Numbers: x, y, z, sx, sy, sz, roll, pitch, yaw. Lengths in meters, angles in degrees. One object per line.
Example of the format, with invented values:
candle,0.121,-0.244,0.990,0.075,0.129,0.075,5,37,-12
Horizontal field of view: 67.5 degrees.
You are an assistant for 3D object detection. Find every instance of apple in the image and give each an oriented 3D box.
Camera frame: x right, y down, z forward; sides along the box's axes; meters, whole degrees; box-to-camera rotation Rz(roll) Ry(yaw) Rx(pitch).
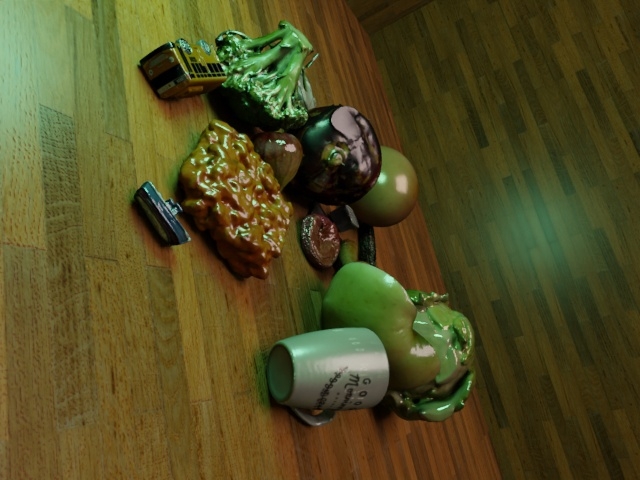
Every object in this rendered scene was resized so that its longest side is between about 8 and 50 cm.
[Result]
apple,0.157,0.241,1.344,0.312,0.360,0.320,15,84,-27

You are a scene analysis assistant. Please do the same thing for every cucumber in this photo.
cucumber,0.191,0.004,1.944,0.067,0.067,0.293,53,28,-35

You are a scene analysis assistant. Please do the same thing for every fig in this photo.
fig,-0.135,-0.195,1.334,0.143,0.230,0.160,33,32,27

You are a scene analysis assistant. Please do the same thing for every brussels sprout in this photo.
brussels sprout,0.348,0.384,1.619,0.361,0.342,0.425,40,53,-66

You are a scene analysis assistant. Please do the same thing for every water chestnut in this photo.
water chestnut,0.022,-0.270,1.535,0.335,0.335,0.347,62,-20,-18

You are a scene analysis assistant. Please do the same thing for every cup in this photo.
cup,-0.002,0.327,1.098,0.234,0.258,0.186,5,24,-32

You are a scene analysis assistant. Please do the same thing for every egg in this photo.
egg,0.241,-0.221,1.933,0.301,0.301,0.374,54,25,-32

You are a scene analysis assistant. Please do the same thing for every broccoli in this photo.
broccoli,-0.136,-0.440,1.307,0.321,0.283,0.304,51,23,7

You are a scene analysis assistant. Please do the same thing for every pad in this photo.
pad,0.023,-0.017,1.641,0.233,0.022,0.174,57,25,-30

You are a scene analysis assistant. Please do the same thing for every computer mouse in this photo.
computer mouse,-0.079,-0.528,1.718,0.389,0.115,0.199,33,45,-54

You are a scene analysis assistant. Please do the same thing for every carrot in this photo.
carrot,0.093,0.063,1.522,0.078,0.078,0.298,63,6,-15

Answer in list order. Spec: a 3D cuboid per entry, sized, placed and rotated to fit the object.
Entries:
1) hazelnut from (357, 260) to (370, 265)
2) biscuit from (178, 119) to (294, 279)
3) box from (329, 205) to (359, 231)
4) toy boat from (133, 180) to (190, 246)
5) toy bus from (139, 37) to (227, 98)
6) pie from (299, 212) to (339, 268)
hazelnut,0.124,0.146,1.611,0.150,0.150,0.150,48,31,-42
biscuit,-0.190,-0.103,1.120,0.318,0.110,0.312,54,28,-32
box,0.087,-0.079,1.747,0.084,0.069,0.122,69,13,16
toy boat,-0.293,-0.050,0.903,0.061,0.060,0.137,-44,110,-42
toy bus,-0.310,-0.391,1.105,0.114,0.098,0.201,64,22,-12
pie,0.000,0.000,1.507,0.182,0.049,0.182,21,64,-50
